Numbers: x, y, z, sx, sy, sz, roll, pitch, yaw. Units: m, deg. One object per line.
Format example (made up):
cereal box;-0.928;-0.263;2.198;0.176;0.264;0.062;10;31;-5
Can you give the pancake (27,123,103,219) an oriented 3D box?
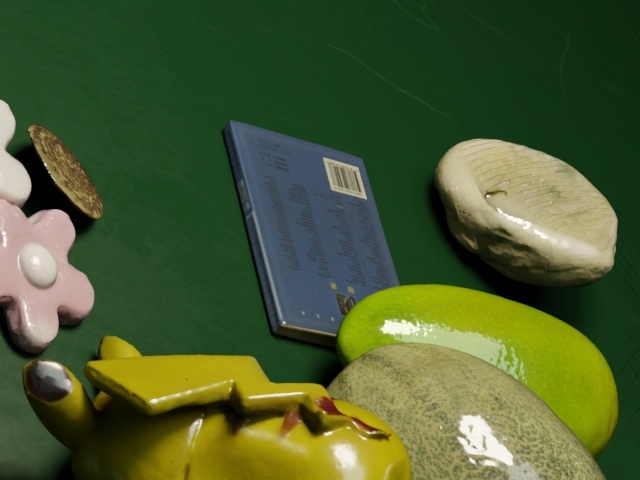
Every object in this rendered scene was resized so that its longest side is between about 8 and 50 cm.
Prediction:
pancake;-0.237;-0.066;1.509;0.115;0.011;0.115;55;6;-9

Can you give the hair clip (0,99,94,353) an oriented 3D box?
hair clip;-0.288;-0.025;1.412;0.257;0.075;0.146;56;31;5

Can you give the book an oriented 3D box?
book;0.000;0.000;1.726;0.191;0.025;0.269;14;47;-37

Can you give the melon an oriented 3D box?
melon;0.124;0.239;1.433;0.329;0.248;0.249;50;34;16

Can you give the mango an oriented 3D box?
mango;0.158;0.145;1.638;0.343;0.156;0.192;20;53;-27

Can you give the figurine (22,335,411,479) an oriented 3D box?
figurine;-0.083;0.174;1.288;0.327;0.169;0.218;11;0;18

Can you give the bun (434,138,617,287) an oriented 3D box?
bun;0.242;-0.024;1.927;0.237;0.116;0.210;42;35;18
